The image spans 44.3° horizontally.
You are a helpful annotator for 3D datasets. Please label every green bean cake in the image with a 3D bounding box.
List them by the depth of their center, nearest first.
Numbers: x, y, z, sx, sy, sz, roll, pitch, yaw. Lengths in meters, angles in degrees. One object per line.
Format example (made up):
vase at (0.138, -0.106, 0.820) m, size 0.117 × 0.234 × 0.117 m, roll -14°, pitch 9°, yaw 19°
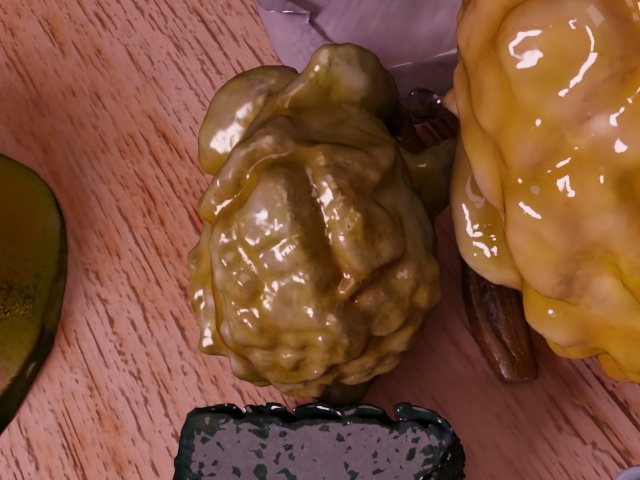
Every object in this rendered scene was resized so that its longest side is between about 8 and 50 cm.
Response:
green bean cake at (-0.002, 0.218, 0.524) m, size 0.193 × 0.107 × 0.208 m, roll 1°, pitch 66°, yaw 11°

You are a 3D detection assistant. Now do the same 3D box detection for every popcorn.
popcorn at (0.245, -0.077, 0.420) m, size 0.381 × 0.349 × 0.349 m, roll 10°, pitch 67°, yaw 38°
popcorn at (0.000, 0.000, 0.553) m, size 0.194 × 0.256 × 0.255 m, roll 2°, pitch 94°, yaw 7°

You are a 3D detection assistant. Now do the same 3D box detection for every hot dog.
hot dog at (0.133, 0.048, 0.615) m, size 0.044 × 0.028 × 0.137 m, roll -5°, pitch 64°, yaw -17°

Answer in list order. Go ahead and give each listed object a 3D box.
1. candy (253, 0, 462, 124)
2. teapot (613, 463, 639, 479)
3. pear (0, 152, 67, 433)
candy at (0.116, -0.289, 0.691) m, size 0.386 × 0.186 × 0.427 m, roll 16°, pitch 72°, yaw 27°
teapot at (0.217, 0.246, 0.446) m, size 0.159 × 0.159 × 0.232 m, roll -7°, pitch 73°, yaw 11°
pear at (-0.442, 0.030, 0.688) m, size 0.398 × 0.165 × 0.399 m, roll -6°, pitch 64°, yaw 11°
